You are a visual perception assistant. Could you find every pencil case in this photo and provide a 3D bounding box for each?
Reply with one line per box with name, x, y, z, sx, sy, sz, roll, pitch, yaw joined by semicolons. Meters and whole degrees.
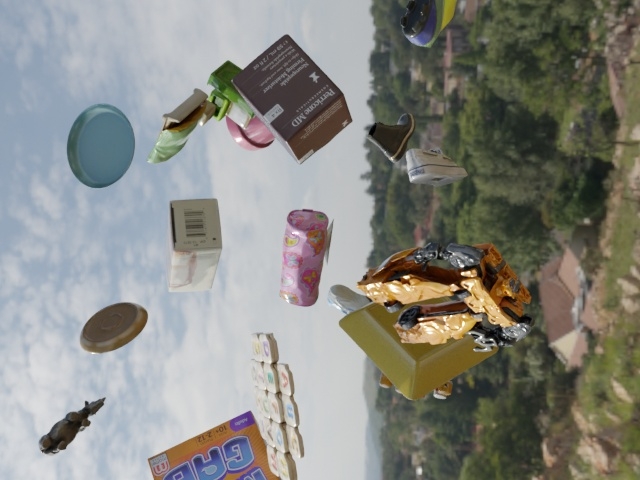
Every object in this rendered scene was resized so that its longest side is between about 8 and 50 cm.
pencil case;-0.048;0.049;1.938;0.124;0.124;0.284;-82;-1;-54

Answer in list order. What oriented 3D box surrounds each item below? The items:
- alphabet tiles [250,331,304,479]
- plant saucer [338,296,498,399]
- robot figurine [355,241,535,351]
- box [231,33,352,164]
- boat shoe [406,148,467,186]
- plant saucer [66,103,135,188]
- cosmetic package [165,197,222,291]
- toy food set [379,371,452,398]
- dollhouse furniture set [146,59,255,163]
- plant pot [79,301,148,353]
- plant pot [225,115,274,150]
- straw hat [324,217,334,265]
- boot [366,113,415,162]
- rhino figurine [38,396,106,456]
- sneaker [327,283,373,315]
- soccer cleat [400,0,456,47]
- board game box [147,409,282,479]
alphabet tiles;-0.094;0.321;1.363;0.278;0.021;0.284;163;99;-69
plant saucer;0.276;0.241;1.938;0.333;0.333;0.081;45;145;36
robot figurine;0.197;0.083;1.094;0.211;0.291;0.085;50;-125;-16
box;-0.060;-0.316;1.581;0.203;0.168;0.167;49;179;15
boat shoe;0.303;-0.198;1.844;0.267;0.096;0.088;-4;-105;-51
plant saucer;-0.812;-0.349;2.600;0.044;0.318;0.317;1;-90;-66
cosmetic package;-0.349;0.019;1.887;0.296;0.129;0.153;117;146;-61
toy food set;0.313;0.427;2.186;0.111;0.232;0.104;46;-129;-47
dollhouse furniture set;-0.286;-0.296;1.813;0.301;0.151;0.197;-53;0;-40
plant pot;-0.686;0.277;2.295;0.236;0.236;0.032;-82;-20;-53
plant pot;-0.188;-0.417;2.349;0.201;0.180;0.201;11;-105;-46
straw hat;0.000;0.000;2.035;0.144;0.061;0.144;9;-90;-88
boot;0.232;-0.371;2.280;0.077;0.137;0.197;-27;36;47
rhino figurine;-0.715;0.532;2.021;0.106;0.073;0.243;-34;8;46
sneaker;0.129;0.216;2.189;0.085;0.237;0.086;-45;-27;-42
soccer cleat;0.296;-0.598;1.657;0.121;0.093;0.289;18;-73;-48
board game box;-0.288;0.831;2.238;0.356;0.356;0.356;78;165;-56
